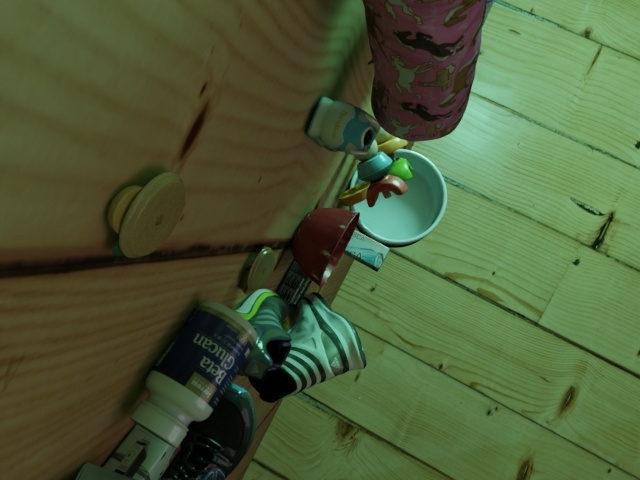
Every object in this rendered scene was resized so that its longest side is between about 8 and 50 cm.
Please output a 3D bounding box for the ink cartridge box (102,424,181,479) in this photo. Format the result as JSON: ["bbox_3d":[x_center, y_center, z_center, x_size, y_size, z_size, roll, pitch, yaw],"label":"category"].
[{"bbox_3d":[-0.251,0.313,0.678,0.135,0.056,0.099,-55,169,-43],"label":"ink cartridge box"}]

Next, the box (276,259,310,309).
[{"bbox_3d":[-0.041,0.076,1.229,0.190,0.045,0.184,-62,174,-10],"label":"box"}]

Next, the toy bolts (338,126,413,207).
[{"bbox_3d":[0.113,-0.184,1.217,0.218,0.158,0.228,-24,-166,16],"label":"toy bolts"}]

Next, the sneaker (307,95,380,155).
[{"bbox_3d":[0.049,-0.178,0.825,0.087,0.092,0.229,-67,172,15],"label":"sneaker"}]

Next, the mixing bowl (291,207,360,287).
[{"bbox_3d":[0.000,0.000,1.057,0.181,0.098,0.181,-61,171,-16],"label":"mixing bowl"}]

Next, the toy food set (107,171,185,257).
[{"bbox_3d":[-0.143,-0.021,0.417,0.083,0.020,0.082,-54,168,-45],"label":"toy food set"}]

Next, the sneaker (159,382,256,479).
[{"bbox_3d":[-0.230,0.436,0.945,0.340,0.125,0.139,-63,172,5],"label":"sneaker"}]

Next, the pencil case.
[{"bbox_3d":[0.125,-0.270,0.644,0.386,0.167,0.160,47,59,-75],"label":"pencil case"}]

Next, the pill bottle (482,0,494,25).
[{"bbox_3d":[0.249,-0.465,0.922,0.152,0.152,0.272,-57,170,-33],"label":"pill bottle"}]

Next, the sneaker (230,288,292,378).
[{"bbox_3d":[-0.106,0.172,0.885,0.111,0.121,0.300,-64,171,14],"label":"sneaker"}]

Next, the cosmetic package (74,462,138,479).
[{"bbox_3d":[-0.273,0.387,0.533,0.238,0.107,0.127,-61,-166,-1],"label":"cosmetic package"}]

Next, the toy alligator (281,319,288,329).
[{"bbox_3d":[-0.109,0.194,1.168,0.051,0.056,0.189,-31,171,-9],"label":"toy alligator"}]

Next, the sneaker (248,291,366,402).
[{"bbox_3d":[-0.081,0.263,1.277,0.258,0.169,0.447,-20,-173,-15],"label":"sneaker"}]

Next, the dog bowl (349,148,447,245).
[{"bbox_3d":[0.210,-0.114,1.389,0.265,0.265,0.104,-61,174,-7],"label":"dog bowl"}]

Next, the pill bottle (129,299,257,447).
[{"bbox_3d":[-0.162,0.170,0.640,0.169,0.094,0.094,-58,170,-29],"label":"pill bottle"}]

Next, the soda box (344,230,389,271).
[{"bbox_3d":[0.084,0.009,1.290,0.063,0.183,0.058,-60,171,-9],"label":"soda box"}]

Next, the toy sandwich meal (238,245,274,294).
[{"bbox_3d":[-0.106,0.047,0.824,0.085,0.029,0.085,-54,157,-37],"label":"toy sandwich meal"}]
